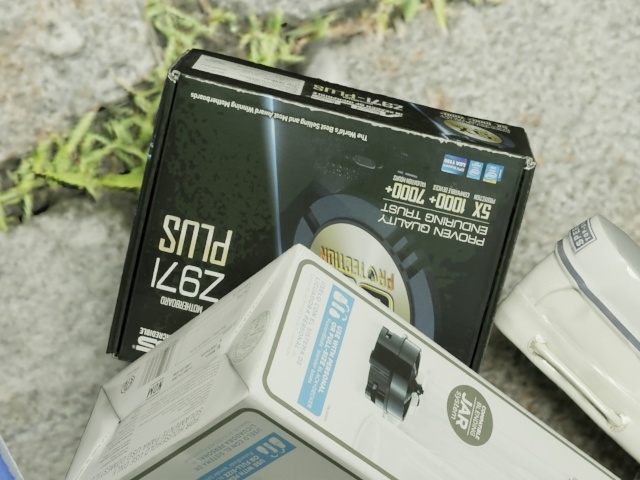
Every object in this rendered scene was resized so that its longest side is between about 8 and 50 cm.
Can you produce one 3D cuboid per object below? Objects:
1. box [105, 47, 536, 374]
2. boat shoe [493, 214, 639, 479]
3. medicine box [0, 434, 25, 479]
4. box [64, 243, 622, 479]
[{"bbox_3d":[0.000,0.000,0.816,0.180,0.077,0.147,14,106,-1],"label":"box"},{"bbox_3d":[0.194,0.111,0.828,0.088,0.096,0.267,-41,98,16],"label":"boat shoe"},{"bbox_3d":[-0.316,0.105,0.770,0.289,0.149,0.264,-29,103,-19],"label":"medicine box"},{"bbox_3d":[0.041,0.145,0.782,0.290,0.087,0.169,37,133,-21],"label":"box"}]
